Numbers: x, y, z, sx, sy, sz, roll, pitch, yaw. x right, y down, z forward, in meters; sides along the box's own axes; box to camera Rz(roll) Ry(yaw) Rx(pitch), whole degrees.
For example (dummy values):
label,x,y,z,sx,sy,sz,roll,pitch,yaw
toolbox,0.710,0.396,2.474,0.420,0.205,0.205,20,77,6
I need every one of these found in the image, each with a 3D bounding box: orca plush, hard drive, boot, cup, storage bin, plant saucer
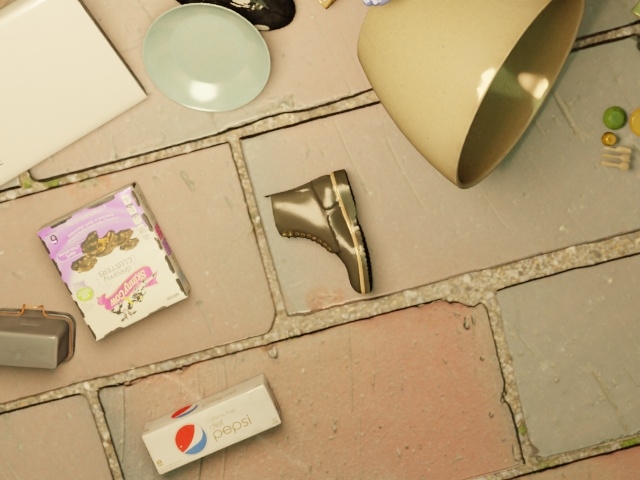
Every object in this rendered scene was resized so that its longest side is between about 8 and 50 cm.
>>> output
label,x,y,z,sx,sy,sz,roll,pitch,yaw
orca plush,-0.168,-0.399,1.817,0.287,0.102,0.151,40,97,-9
hard drive,-0.468,-0.213,1.821,0.353,0.047,0.233,-30,130,4
boot,0.000,0.000,1.928,0.137,0.077,0.198,-15,89,5
cup,0.196,-0.276,1.778,0.237,0.331,0.331,34,99,18
storage bin,-0.458,0.154,1.923,0.135,0.091,0.098,5,101,-4
plant saucer,-0.170,-0.282,1.847,0.194,0.037,0.195,4,131,4

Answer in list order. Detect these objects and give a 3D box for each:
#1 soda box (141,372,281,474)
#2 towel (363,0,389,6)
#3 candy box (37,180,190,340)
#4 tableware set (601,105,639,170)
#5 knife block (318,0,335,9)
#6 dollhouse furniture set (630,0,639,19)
label,x,y,z,sx,sy,sz,roll,pitch,yaw
soda box,-0.175,0.295,1.975,0.216,0.069,0.074,-23,101,2
towel,0.146,-0.494,1.700,0.336,0.040,0.243,-31,84,-11
candy box,-0.320,0.032,1.913,0.164,0.070,0.196,-26,101,3
tableware set,0.519,-0.159,1.939,0.154,0.024,0.104,6,98,-3
knife block,0.100,-0.493,1.823,0.088,0.242,0.276,48,140,3
dollhouse furniture set,0.494,-0.386,1.871,0.151,0.058,0.076,35,98,-9
